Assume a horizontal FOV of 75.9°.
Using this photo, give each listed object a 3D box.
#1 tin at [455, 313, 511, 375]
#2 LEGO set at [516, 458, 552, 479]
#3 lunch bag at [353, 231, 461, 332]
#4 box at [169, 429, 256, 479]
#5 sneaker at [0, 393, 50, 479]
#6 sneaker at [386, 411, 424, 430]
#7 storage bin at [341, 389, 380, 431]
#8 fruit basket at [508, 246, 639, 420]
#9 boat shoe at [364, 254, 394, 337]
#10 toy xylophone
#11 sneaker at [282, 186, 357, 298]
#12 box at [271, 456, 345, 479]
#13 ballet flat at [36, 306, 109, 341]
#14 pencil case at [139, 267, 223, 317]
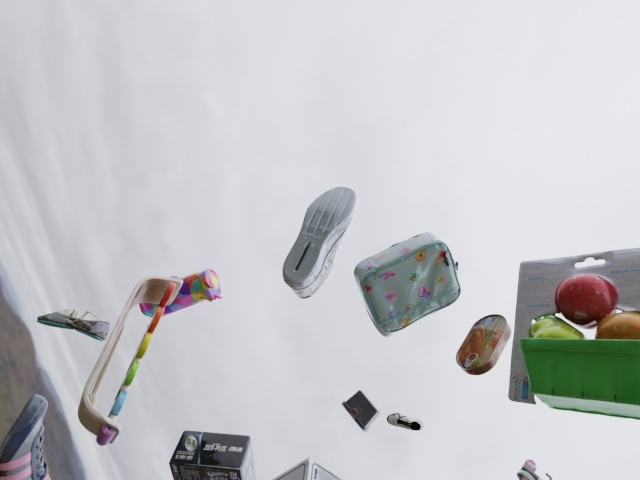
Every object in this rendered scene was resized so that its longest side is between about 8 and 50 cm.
[{"bbox_3d":[0.433,0.274,1.085,0.040,0.190,0.106,50,-27,-12],"label":"tin"},{"bbox_3d":[0.462,0.588,0.924,0.132,0.107,0.287,47,-34,30],"label":"LEGO set"},{"bbox_3d":[0.251,0.120,1.147,0.108,0.278,0.224,-123,-170,-71],"label":"lunch bag"},{"bbox_3d":[-0.219,0.494,0.860,0.147,0.078,0.180,2,-63,6],"label":"box"},{"bbox_3d":[-0.660,0.509,0.928,0.319,0.130,0.112,-68,-161,0],"label":"sneaker"},{"bbox_3d":[0.247,0.530,1.200,0.108,0.044,0.040,3,-103,16],"label":"sneaker"},{"bbox_3d":[0.157,0.642,1.567,0.135,0.091,0.098,43,-5,34],"label":"storage bin"},{"bbox_3d":[0.571,0.180,0.855,0.326,0.353,0.165,-14,-49,46],"label":"fruit basket"},{"bbox_3d":[0.224,0.168,1.432,0.119,0.121,0.336,-34,-139,28],"label":"boat shoe"},{"bbox_3d":[-0.375,0.219,0.801,0.081,0.323,0.236,25,-35,-17],"label":"toy xylophone"},{"bbox_3d":[0.000,0.000,0.835,0.094,0.258,0.091,21,-31,21],"label":"sneaker"},{"bbox_3d":[-0.088,0.446,0.554,0.087,0.169,0.290,41,-67,-16],"label":"box"},{"bbox_3d":[-0.393,0.130,0.662,0.114,0.041,0.041,15,-51,2],"label":"ballet flat"},{"bbox_3d":[-0.412,0.159,1.217,0.104,0.236,0.105,-17,90,-83],"label":"pencil case"}]
